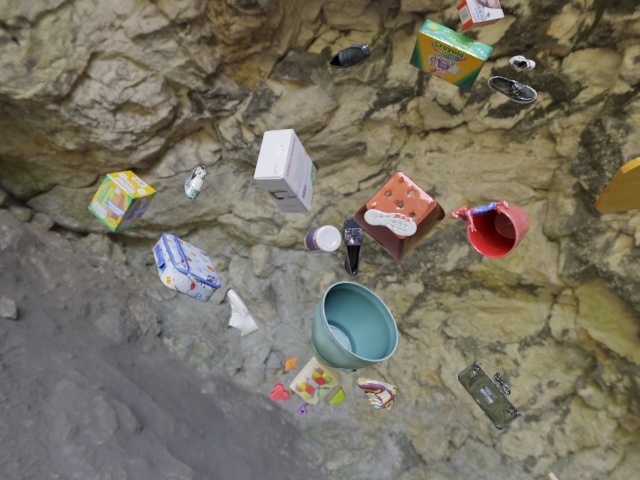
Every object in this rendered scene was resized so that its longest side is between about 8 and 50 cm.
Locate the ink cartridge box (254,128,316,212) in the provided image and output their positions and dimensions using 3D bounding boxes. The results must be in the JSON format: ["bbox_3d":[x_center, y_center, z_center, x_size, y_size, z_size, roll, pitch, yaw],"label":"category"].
[{"bbox_3d":[-0.123,-0.252,1.531,0.117,0.201,0.278,2,-21,20],"label":"ink cartridge box"}]

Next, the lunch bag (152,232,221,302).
[{"bbox_3d":[-0.523,0.101,1.577,0.243,0.115,0.303,38,5,-42],"label":"lunch bag"}]

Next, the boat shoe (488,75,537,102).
[{"bbox_3d":[0.556,-0.437,1.183,0.142,0.049,0.040,26,18,11],"label":"boat shoe"}]

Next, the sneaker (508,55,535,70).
[{"bbox_3d":[0.570,-0.509,1.167,0.083,0.037,0.031,44,-44,46],"label":"sneaker"}]

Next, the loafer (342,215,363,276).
[{"bbox_3d":[0.168,0.033,2.034,0.095,0.109,0.302,-116,-156,-74],"label":"loafer"}]

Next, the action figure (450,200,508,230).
[{"bbox_3d":[0.727,-0.100,1.863,0.091,0.281,0.138,126,-44,-69],"label":"action figure"}]

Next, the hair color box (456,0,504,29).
[{"bbox_3d":[0.596,-0.851,1.520,0.053,0.167,0.093,-11,-79,65],"label":"hair color box"}]

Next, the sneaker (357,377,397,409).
[{"bbox_3d":[0.177,0.484,1.277,0.070,0.083,0.186,-6,-27,45],"label":"sneaker"}]

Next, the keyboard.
[{"bbox_3d":[0.494,0.438,1.179,0.180,0.108,0.023,53,12,25],"label":"keyboard"}]

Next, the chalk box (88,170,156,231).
[{"bbox_3d":[-0.724,-0.126,1.472,0.132,0.213,0.132,40,20,1],"label":"chalk box"}]

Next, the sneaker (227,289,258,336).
[{"bbox_3d":[-0.335,0.301,1.646,0.212,0.094,0.080,64,-9,-20],"label":"sneaker"}]

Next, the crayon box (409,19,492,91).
[{"bbox_3d":[0.511,-0.732,1.622,0.279,0.081,0.165,30,-21,10],"label":"crayon box"}]

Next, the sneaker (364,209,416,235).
[{"bbox_3d":[0.214,-0.061,1.235,0.158,0.061,0.065,21,12,10],"label":"sneaker"}]

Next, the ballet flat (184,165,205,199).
[{"bbox_3d":[-0.491,-0.238,1.615,0.070,0.070,0.188,49,21,-39],"label":"ballet flat"}]

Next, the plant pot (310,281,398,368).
[{"bbox_3d":[0.086,0.313,1.386,0.293,0.293,0.196,40,-52,1],"label":"plant pot"}]

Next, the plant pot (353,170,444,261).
[{"bbox_3d":[0.297,-0.108,1.531,0.267,0.267,0.236,44,1,11],"label":"plant pot"}]

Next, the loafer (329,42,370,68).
[{"bbox_3d":[0.110,-0.699,1.561,0.223,0.078,0.076,24,-37,59],"label":"loafer"}]

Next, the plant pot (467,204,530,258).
[{"bbox_3d":[0.953,-0.068,2.148,0.275,0.243,0.274,22,-59,43],"label":"plant pot"}]

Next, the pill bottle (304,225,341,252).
[{"bbox_3d":[0.000,0.000,1.700,0.108,0.108,0.193,43,-18,-13],"label":"pill bottle"}]

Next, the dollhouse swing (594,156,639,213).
[{"bbox_3d":[1.189,-0.290,1.479,0.305,0.314,0.346,5,-29,14],"label":"dollhouse swing"}]

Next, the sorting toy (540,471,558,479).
[{"bbox_3d":[0.573,0.671,1.003,0.132,0.046,0.274,-124,-153,-42],"label":"sorting toy"}]

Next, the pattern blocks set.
[{"bbox_3d":[-0.026,0.573,1.648,0.286,0.324,0.026,29,15,-6],"label":"pattern blocks set"}]
